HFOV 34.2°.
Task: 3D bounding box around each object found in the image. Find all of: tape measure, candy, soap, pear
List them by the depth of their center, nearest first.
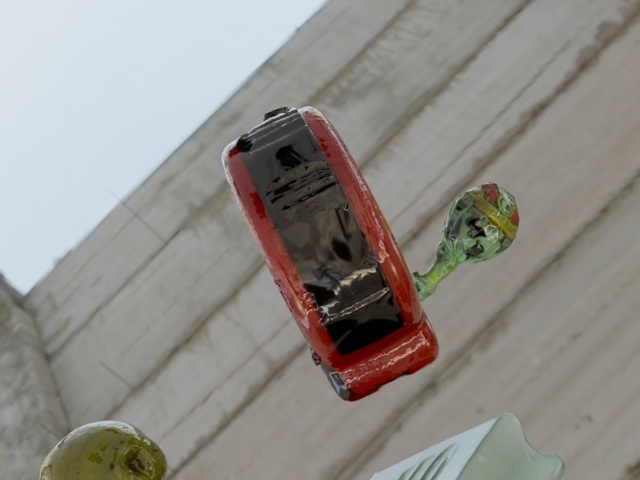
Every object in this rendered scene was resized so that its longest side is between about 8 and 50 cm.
[{"bbox_3d":[0.000,0.001,0.952,0.114,0.260,0.253,-27,-139,0],"label":"tape measure"},{"bbox_3d":[-0.201,0.221,0.960,0.131,0.107,0.107,-28,-146,34],"label":"pear"},{"bbox_3d":[0.105,0.280,1.026,0.160,0.087,0.265,-49,-177,-34],"label":"soap"},{"bbox_3d":[0.122,0.058,1.241,0.305,0.083,0.091,-51,-168,12],"label":"candy"}]
